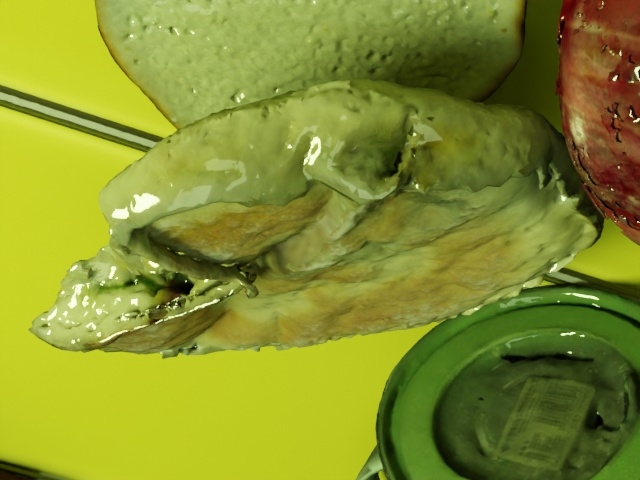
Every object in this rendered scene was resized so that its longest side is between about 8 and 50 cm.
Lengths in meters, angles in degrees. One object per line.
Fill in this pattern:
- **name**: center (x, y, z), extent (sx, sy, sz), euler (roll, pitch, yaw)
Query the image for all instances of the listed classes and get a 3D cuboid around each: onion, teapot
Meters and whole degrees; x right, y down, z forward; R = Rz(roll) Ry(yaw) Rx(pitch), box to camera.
- **onion**: center (0.217, -0.108, 0.929), extent (0.252, 0.219, 0.252), euler (-20, 125, -31)
- **teapot**: center (0.150, 0.209, 1.236), extent (0.270, 0.200, 0.337), euler (8, 141, 28)

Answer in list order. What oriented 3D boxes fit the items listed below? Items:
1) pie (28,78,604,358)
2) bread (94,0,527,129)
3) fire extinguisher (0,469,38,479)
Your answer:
- **pie**: center (0.000, 0.000, 1.029), extent (0.337, 0.075, 0.337), euler (-10, 162, -3)
- **bread**: center (-0.006, -0.139, 0.969), extent (0.236, 0.070, 0.236), euler (-1, 133, -1)
- **fire extinguisher**: center (-0.317, 0.177, 1.274), extent (0.231, 0.071, 0.099), euler (16, 159, -15)
